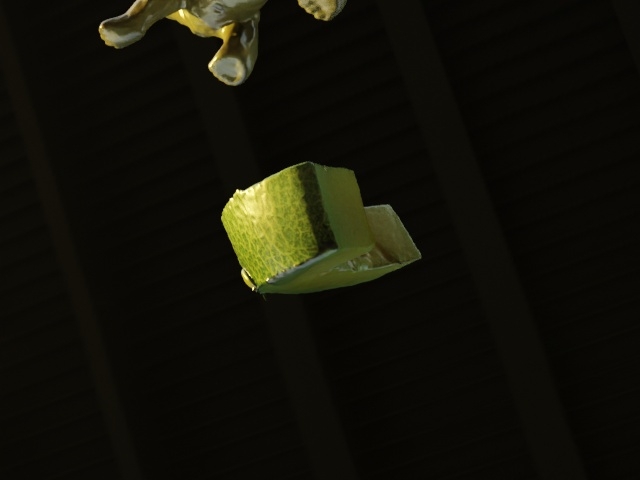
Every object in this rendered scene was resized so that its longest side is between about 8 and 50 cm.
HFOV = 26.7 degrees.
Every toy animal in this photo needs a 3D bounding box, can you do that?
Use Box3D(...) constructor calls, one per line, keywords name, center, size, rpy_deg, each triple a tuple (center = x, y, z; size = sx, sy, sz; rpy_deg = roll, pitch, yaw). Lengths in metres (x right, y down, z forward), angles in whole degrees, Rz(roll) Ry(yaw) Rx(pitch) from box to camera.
Box3D(name="toy animal", center=(-0.065, -0.179, 0.930), size=(0.219, 0.103, 0.101), rpy_deg=(-30, -147, 49))

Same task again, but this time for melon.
Box3D(name="melon", center=(0.000, 0.000, 0.936), size=(0.118, 0.209, 0.064), rpy_deg=(-22, -103, 23))
